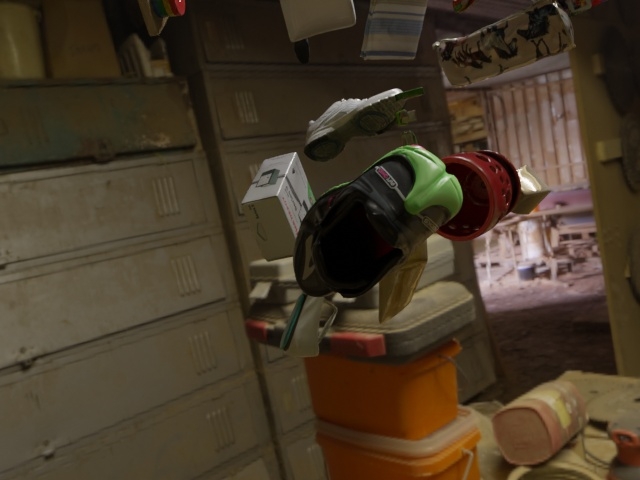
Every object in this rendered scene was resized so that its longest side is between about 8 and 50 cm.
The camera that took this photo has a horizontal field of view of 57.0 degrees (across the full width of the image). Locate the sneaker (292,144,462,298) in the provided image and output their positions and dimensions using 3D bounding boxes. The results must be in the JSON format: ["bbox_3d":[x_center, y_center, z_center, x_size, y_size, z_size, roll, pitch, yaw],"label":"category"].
[{"bbox_3d":[0.039,0.000,1.021,0.202,0.185,0.483,-41,-3,-30],"label":"sneaker"}]

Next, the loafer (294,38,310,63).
[{"bbox_3d":[-0.071,-0.768,2.271,0.062,0.170,0.061,0,40,15],"label":"loafer"}]

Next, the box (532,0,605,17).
[{"bbox_3d":[0.739,-0.837,1.830,0.201,0.293,0.057,-19,25,30],"label":"box"}]

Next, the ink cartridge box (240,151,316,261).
[{"bbox_3d":[-0.117,-0.104,1.785,0.122,0.211,0.289,-12,31,17],"label":"ink cartridge box"}]

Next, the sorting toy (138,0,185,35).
[{"bbox_3d":[-0.394,-0.692,1.481,0.090,0.255,0.257,-3,44,6],"label":"sorting toy"}]

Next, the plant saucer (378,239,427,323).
[{"bbox_3d":[0.210,0.006,1.513,0.081,0.332,0.332,5,-31,-1],"label":"plant saucer"}]

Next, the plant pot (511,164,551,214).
[{"bbox_3d":[0.567,-0.138,1.691,0.096,0.109,0.109,-15,-30,-37],"label":"plant pot"}]

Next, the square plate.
[{"bbox_3d":[-0.026,-0.869,1.974,0.049,0.343,0.347,-28,22,-35],"label":"square plate"}]

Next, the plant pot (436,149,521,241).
[{"bbox_3d":[0.341,-0.109,1.334,0.191,0.191,0.174,-6,12,42],"label":"plant pot"}]

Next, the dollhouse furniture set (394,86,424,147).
[{"bbox_3d":[0.212,-0.262,1.331,0.059,0.151,0.076,-14,8,-6],"label":"dollhouse furniture set"}]

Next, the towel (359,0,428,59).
[{"bbox_3d":[0.245,-0.715,1.880,0.209,0.284,0.034,-6,37,-23],"label":"towel"}]

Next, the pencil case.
[{"bbox_3d":[0.562,-0.614,1.839,0.411,0.183,0.160,-14,18,31],"label":"pencil case"}]

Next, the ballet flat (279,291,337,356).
[{"bbox_3d":[-0.003,0.157,1.748,0.139,0.399,0.139,17,-10,3],"label":"ballet flat"}]

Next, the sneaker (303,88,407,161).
[{"bbox_3d":[0.079,-0.321,1.524,0.297,0.129,0.111,-23,-38,19],"label":"sneaker"}]

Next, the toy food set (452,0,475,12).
[{"bbox_3d":[0.385,-0.642,1.562,0.020,0.082,0.083,27,-53,-34],"label":"toy food set"}]
